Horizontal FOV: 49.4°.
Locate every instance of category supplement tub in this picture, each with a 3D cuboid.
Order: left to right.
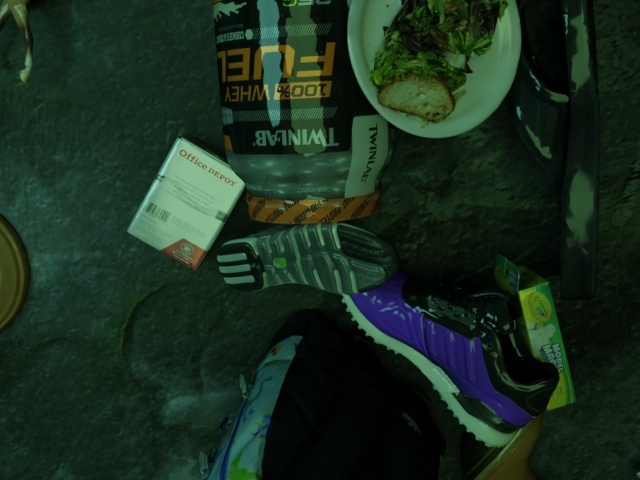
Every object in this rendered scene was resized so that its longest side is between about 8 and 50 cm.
[{"bbox_3d":[-0.015,-0.185,0.757,0.193,0.193,0.316,-4,102,1],"label":"supplement tub"}]

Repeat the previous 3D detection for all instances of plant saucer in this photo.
[{"bbox_3d":[-0.478,0.040,0.889,0.199,0.037,0.200,0,103,0],"label":"plant saucer"}]

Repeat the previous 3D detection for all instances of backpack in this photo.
[{"bbox_3d":[-0.002,0.283,0.775,0.273,0.355,0.290,-43,99,10],"label":"backpack"}]

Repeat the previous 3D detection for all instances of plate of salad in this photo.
[{"bbox_3d":[0.121,-0.202,0.683,0.199,0.048,0.200,-3,98,-21],"label":"plate of salad"}]

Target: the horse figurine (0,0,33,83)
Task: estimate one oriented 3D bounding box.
[{"bbox_3d":[-0.404,-0.299,0.801,0.263,0.066,0.175,20,102,-4],"label":"horse figurine"}]

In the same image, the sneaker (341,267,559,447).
[{"bbox_3d":[0.157,0.091,0.816,0.293,0.102,0.146,43,126,8],"label":"sneaker"}]

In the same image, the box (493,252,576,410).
[{"bbox_3d":[0.261,0.105,0.860,0.043,0.105,0.179,-18,101,1],"label":"box"}]

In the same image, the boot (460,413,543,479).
[{"bbox_3d":[0.279,0.347,0.910,0.220,0.109,0.284,23,103,-4],"label":"boot"}]

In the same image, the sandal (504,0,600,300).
[{"bbox_3d":[0.256,-0.145,0.786,0.107,0.167,0.446,-1,102,19],"label":"sandal"}]

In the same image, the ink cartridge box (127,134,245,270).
[{"bbox_3d":[-0.159,-0.048,0.857,0.099,0.056,0.135,31,101,-6],"label":"ink cartridge box"}]

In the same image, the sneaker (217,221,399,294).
[{"bbox_3d":[0.000,0.000,0.820,0.228,0.132,0.086,-1,111,29],"label":"sneaker"}]

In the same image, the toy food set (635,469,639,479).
[{"bbox_3d":[0.519,0.364,0.954,0.132,0.038,0.192,-30,95,-1],"label":"toy food set"}]
